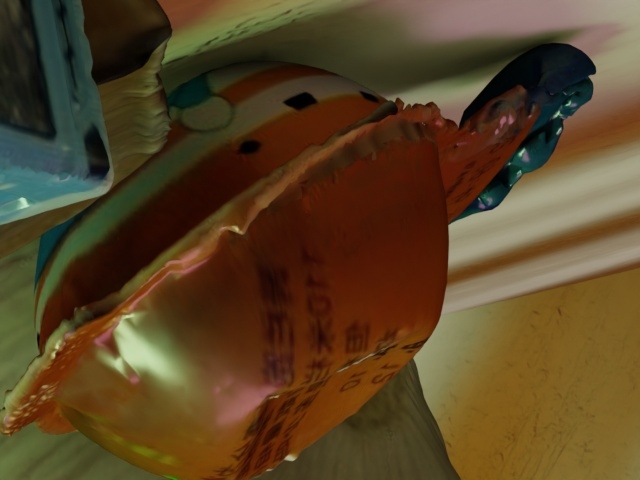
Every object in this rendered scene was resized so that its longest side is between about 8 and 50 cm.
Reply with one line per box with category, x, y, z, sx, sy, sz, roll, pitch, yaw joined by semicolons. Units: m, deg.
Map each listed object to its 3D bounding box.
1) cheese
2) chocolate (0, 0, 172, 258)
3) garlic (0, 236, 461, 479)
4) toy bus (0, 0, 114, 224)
cheese;0.000;0.000;0.796;0.329;0.129;0.217;-27;164;-41
chocolate;-0.126;-0.029;0.537;0.161;0.083;0.261;-32;179;-10
garlic;-0.084;0.116;0.984;0.317;0.317;0.259;-5;133;-55
toy bus;-0.200;-0.021;0.362;0.297;0.106;0.131;-15;170;16
